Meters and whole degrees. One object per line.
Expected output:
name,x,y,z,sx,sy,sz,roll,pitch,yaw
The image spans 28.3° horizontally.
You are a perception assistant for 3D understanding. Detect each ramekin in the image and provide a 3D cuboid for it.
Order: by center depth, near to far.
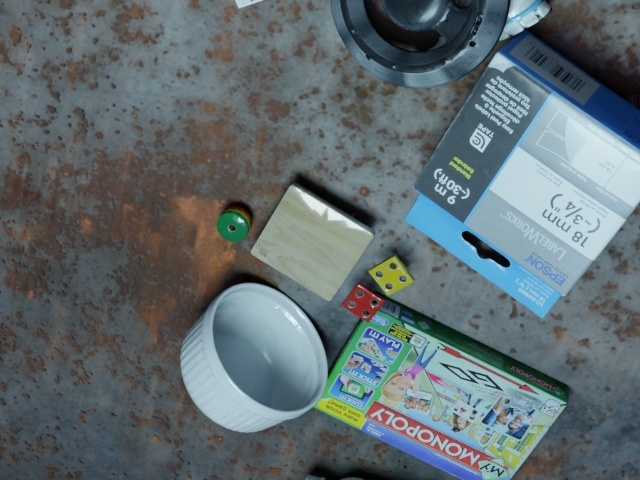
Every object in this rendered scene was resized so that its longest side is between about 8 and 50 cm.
ramekin,-0.103,0.174,1.807,0.207,0.207,0.109,41,129,-13

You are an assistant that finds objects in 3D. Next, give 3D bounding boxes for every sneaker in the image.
sneaker,0.183,-0.269,1.557,0.190,0.071,0.083,-28,98,23

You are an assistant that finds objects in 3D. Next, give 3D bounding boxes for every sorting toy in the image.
sorting toy,0.000,0.000,1.761,0.274,0.046,0.132,31,123,-2

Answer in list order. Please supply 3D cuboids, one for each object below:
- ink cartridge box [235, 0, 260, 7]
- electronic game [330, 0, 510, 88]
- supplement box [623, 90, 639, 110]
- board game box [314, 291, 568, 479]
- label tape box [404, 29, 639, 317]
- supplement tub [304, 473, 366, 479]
ink cartridge box,-0.072,-0.329,1.591,0.083,0.028,0.048,-15,117,20
electronic game,0.117,-0.297,1.526,0.229,0.048,0.229,6,105,24
supplement box,0.391,-0.147,1.590,0.083,0.043,0.055,-26,112,25
board game box,0.173,0.230,1.869,0.317,0.046,0.213,26,122,-4
label tape box,0.255,-0.056,1.594,0.240,0.106,0.334,36,127,8
supplement tub,0.100,0.495,1.938,0.316,0.228,0.228,17,123,2
